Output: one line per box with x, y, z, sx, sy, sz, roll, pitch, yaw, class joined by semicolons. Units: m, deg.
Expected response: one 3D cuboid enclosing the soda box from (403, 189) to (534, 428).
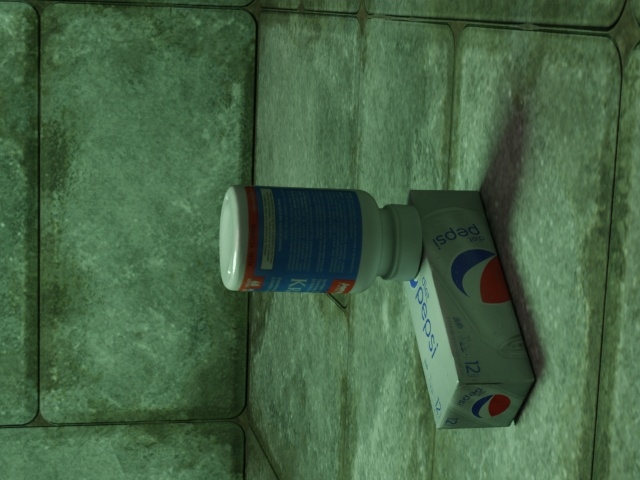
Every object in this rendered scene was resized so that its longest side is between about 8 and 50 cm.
0.161;0.074;1.563;0.098;0.091;0.286;105;161;-47;soda box

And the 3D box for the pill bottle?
0.000;0.000;1.565;0.124;0.221;0.124;-178;90;-77;pill bottle
